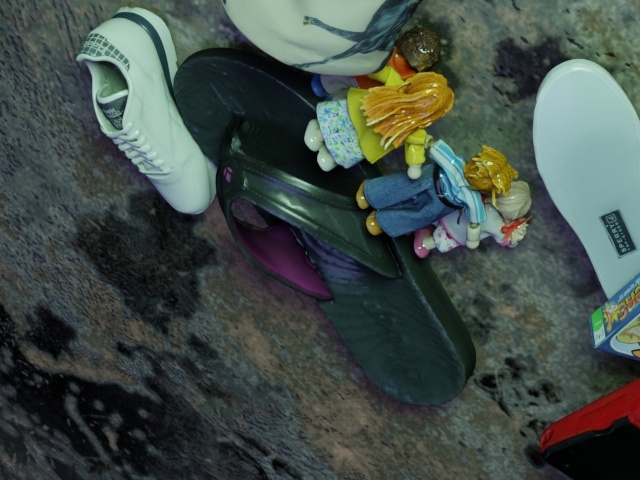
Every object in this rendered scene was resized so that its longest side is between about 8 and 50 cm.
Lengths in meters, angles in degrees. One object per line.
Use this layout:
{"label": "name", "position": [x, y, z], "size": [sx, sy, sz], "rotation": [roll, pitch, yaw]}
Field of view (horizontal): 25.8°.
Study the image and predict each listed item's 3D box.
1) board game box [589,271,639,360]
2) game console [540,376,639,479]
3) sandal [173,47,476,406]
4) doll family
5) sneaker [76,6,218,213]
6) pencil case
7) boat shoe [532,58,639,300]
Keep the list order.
{"label": "board game box", "position": [0.354, 0.070, 1.207], "size": [0.201, 0.035, 0.136], "rotation": [15, 140, -20]}
{"label": "game console", "position": [0.441, 0.228, 1.269], "size": [0.386, 0.060, 0.342], "rotation": [34, 147, -12]}
{"label": "sandal", "position": [0.002, 0.000, 1.397], "size": [0.167, 0.107, 0.446], "rotation": [-24, 109, 43]}
{"label": "doll family", "position": [0.091, -0.072, 1.273], "size": [0.163, 0.118, 0.263], "rotation": [-20, 111, 41]}
{"label": "sneaker", "position": [-0.181, -0.117, 1.434], "size": [0.090, 0.095, 0.235], "rotation": [-3, 124, 33]}
{"label": "pencil case", "position": [0.049, -0.305, 1.088], "size": [0.183, 0.160, 0.410], "rotation": [53, 139, 19]}
{"label": "boat shoe", "position": [0.245, -0.050, 1.213], "size": [0.095, 0.084, 0.258], "rotation": [-15, 120, 13]}
